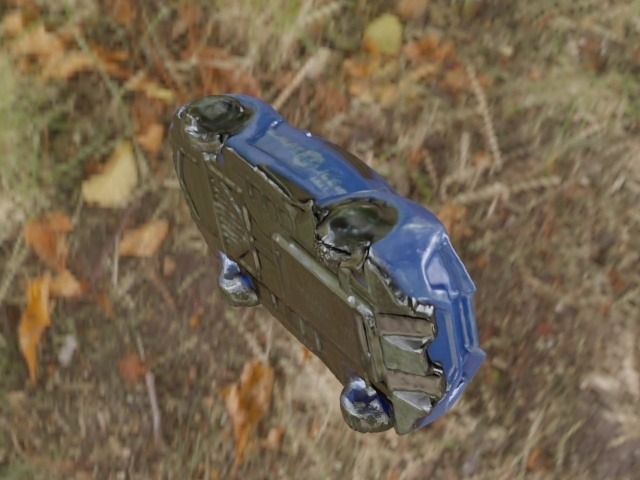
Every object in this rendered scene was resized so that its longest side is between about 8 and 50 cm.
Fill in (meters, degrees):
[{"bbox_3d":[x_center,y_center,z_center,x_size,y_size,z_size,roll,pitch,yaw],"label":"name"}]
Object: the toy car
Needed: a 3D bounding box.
[{"bbox_3d":[0.000,0.000,0.828,0.063,0.103,0.216,-24,35,-19],"label":"toy car"}]
